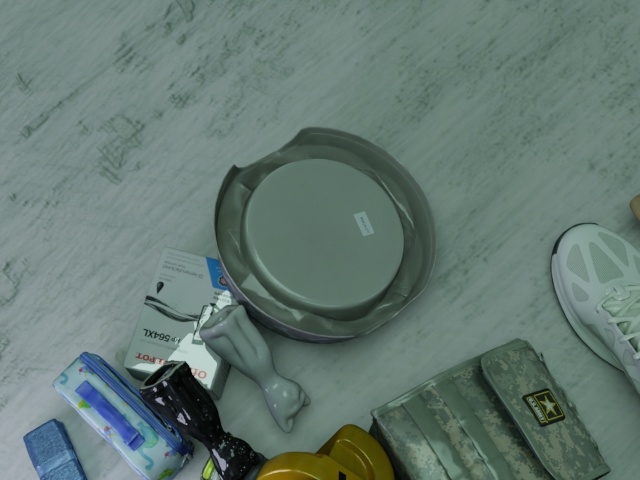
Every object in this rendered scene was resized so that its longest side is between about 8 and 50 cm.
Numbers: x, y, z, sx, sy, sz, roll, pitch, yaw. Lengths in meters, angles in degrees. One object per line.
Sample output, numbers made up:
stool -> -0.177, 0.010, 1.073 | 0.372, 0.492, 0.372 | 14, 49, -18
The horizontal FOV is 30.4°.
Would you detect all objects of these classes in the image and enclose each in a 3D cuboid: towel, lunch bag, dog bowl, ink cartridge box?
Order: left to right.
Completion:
towel -> -0.408, 0.340, 1.813 | 0.067, 0.029, 0.119 | -27, 73, -5
lunch bag -> -0.291, 0.267, 1.750 | 0.219, 0.176, 0.090 | 41, 79, 16
ink cartridge box -> -0.201, 0.130, 1.835 | 0.148, 0.086, 0.203 | 14, 72, 8
dog bowl -> 0.000, 0.000, 1.808 | 0.349, 0.102, 0.348 | 6, 66, -13
lunch bag -> 0.250, 0.295, 1.709 | 0.287, 0.169, 0.235 | -26, 68, -12

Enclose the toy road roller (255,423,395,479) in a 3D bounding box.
toy road roller -> 0.054, 0.414, 1.659 | 0.330, 0.202, 0.240 | 34, 44, -5

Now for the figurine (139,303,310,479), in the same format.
figurine -> -0.124, 0.228, 1.721 | 0.209, 0.092, 0.215 | 53, 54, -12

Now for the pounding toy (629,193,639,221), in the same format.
pounding toy -> 0.627, -0.057, 1.798 | 0.270, 0.155, 0.154 | -26, 67, -4

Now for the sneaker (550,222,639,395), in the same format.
sneaker -> 0.498, 0.134, 1.692 | 0.169, 0.257, 0.447 | -29, 72, -5

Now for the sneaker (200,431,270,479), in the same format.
sneaker -> -0.149, 0.438, 1.723 | 0.121, 0.111, 0.300 | 21, 77, 6
